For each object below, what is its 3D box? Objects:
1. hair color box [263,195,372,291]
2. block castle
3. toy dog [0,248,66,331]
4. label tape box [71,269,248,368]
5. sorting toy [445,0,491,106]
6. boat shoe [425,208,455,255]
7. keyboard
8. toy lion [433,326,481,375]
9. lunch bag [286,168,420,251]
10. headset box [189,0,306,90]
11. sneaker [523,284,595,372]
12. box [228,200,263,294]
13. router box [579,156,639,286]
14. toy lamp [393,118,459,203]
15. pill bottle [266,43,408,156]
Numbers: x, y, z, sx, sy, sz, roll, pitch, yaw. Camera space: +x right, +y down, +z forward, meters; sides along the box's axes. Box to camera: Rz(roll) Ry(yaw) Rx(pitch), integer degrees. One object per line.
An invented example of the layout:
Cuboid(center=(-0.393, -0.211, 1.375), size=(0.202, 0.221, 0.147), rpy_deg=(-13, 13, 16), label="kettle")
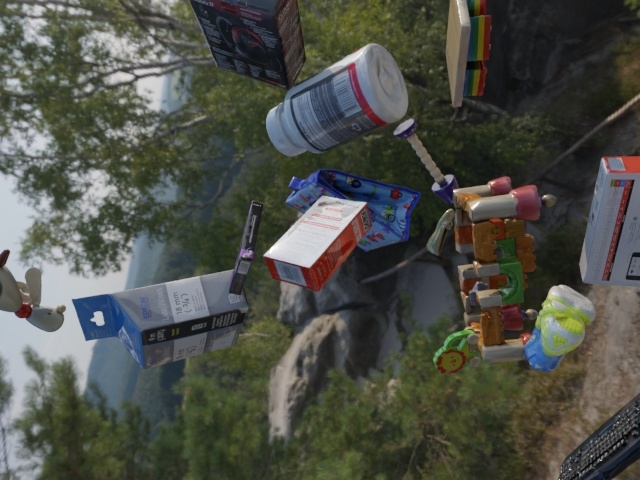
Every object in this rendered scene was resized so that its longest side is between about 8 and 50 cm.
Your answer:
Cuboid(center=(0.000, 0.000, 0.811), size=(0.167, 0.093, 0.053), rpy_deg=(-48, -44, -34), label="hair color box")
Cuboid(center=(0.496, 0.071, 1.360), size=(0.303, 0.212, 0.453), rpy_deg=(-72, -26, -77), label="block castle")
Cuboid(center=(-0.827, 0.128, 1.408), size=(0.161, 0.220, 0.334), rpy_deg=(-41, -19, -1), label="toy dog")
Cuboid(center=(-0.345, 0.188, 1.130), size=(0.241, 0.333, 0.106), rpy_deg=(116, 138, -55), label="label tape box")
Cuboid(center=(0.413, -0.556, 1.428), size=(0.255, 0.089, 0.257), rpy_deg=(78, -166, -54), label="sorting toy")
Cuboid(center=(0.392, -0.027, 1.633), size=(0.048, 0.056, 0.153), rpy_deg=(33, 96, 29), label="boat shoe")
Cuboid(center=(0.545, 0.445, 0.998), size=(0.201, 0.033, 0.317), rpy_deg=(-59, -13, -48), label="keyboard")
Cuboid(center=(0.284, 0.237, 1.078), size=(0.034, 0.096, 0.100), rpy_deg=(-104, 1, -64), label="toy lion")
Cuboid(center=(0.061, -0.096, 1.291), size=(0.221, 0.293, 0.138), rpy_deg=(-22, 48, 68), label="lunch bag")
Cuboid(center=(-0.163, -0.502, 1.179), size=(0.293, 0.218, 0.110), rpy_deg=(75, -143, -70), label="headset box")
Cuboid(center=(0.432, 0.166, 0.955), size=(0.091, 0.240, 0.126), rpy_deg=(38, 119, 23), label="sneaker")
Cuboid(center=(-0.151, 0.014, 1.048), size=(0.116, 0.029, 0.162), rpy_deg=(116, 164, -46), label="box")
Cuboid(center=(0.817, -0.034, 1.233), size=(0.082, 0.301, 0.336), rpy_deg=(-66, -26, -50), label="router box")
Cuboid(center=(0.315, -0.220, 1.479), size=(0.080, 0.275, 0.080), rpy_deg=(-35, 23, 17), label="toy lamp")
Cuboid(center=(0.028, -0.309, 1.197), size=(0.318, 0.176, 0.176), rpy_deg=(-16, 60, 37), label="pill bottle")
